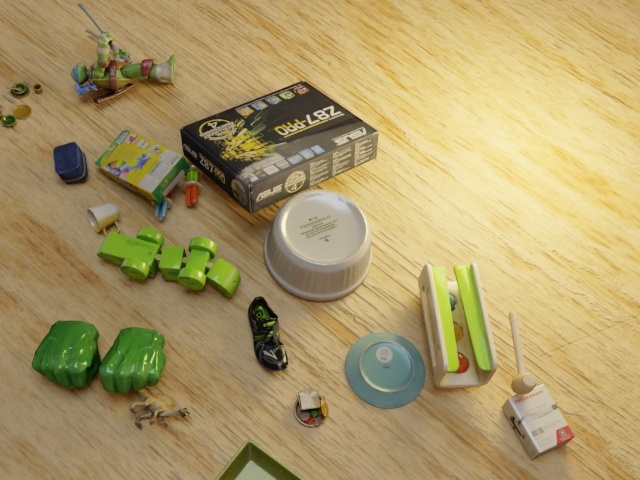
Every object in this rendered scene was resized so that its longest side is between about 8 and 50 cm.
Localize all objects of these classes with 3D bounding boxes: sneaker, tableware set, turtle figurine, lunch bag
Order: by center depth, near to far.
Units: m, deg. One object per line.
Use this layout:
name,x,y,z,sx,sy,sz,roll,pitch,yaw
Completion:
sneaker,-0.123,0.210,1.874,0.067,0.078,0.188,-13,61,-15
lunch bag,-0.622,-0.193,2.070,0.067,0.065,0.098,-15,61,2
tableware set,-0.795,-0.364,2.177,0.104,0.024,0.154,33,59,12
turtle figurine,-0.518,-0.502,2.199,0.266,0.198,0.275,4,61,-9

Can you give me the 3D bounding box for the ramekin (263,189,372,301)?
ramekin,0.000,0.000,1.992,0.272,0.127,0.273,3,58,-5

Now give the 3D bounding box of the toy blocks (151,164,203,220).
toy blocks,-0.355,-0.116,2.061,0.123,0.054,0.148,3,58,-5

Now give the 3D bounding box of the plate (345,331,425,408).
plate,0.150,0.290,1.892,0.188,0.024,0.188,3,59,-5

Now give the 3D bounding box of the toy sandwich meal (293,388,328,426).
toy sandwich meal,-0.020,0.365,1.819,0.085,0.029,0.086,3,58,-5

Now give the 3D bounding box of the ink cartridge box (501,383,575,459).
ink cartridge box,0.482,0.402,1.845,0.099,0.056,0.135,-18,63,-18

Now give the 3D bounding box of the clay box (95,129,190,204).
clay box,-0.443,-0.187,2.054,0.222,0.053,0.127,26,70,32

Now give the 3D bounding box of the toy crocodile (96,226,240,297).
toy crocodile,-0.353,0.053,1.939,0.340,0.105,0.115,11,58,5

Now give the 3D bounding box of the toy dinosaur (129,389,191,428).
toy dinosaur,-0.364,0.354,1.781,0.183,0.053,0.092,26,40,23

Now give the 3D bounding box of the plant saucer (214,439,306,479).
plant saucer,-0.131,0.535,1.690,0.188,0.045,0.188,34,60,13

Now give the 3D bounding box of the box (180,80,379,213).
box,-0.103,-0.244,2.084,0.395,0.097,0.318,-26,49,-28

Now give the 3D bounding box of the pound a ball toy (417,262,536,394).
pound a ball toy,0.348,0.215,1.897,0.208,0.136,0.319,-1,58,-9

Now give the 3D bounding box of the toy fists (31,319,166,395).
toy fists,-0.472,0.258,1.777,0.279,0.096,0.142,7,34,0

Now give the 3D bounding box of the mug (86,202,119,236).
mug,-0.521,-0.054,2.008,0.064,0.078,0.062,-28,33,-32
